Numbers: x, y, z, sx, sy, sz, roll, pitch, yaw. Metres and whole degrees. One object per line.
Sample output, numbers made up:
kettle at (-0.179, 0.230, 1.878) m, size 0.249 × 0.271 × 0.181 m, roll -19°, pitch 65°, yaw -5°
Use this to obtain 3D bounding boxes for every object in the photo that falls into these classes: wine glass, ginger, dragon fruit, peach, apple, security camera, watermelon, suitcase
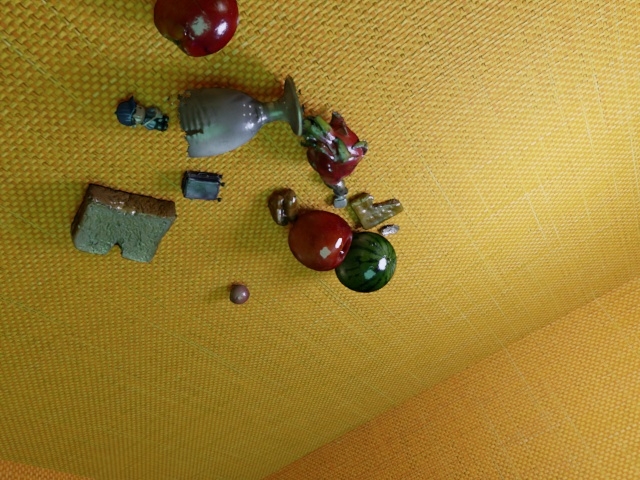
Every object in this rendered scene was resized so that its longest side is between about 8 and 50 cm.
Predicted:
wine glass at (-0.229, -0.340, 1.433) m, size 0.357 × 0.190 × 0.190 m, roll -10°, pitch 136°, yaw -10°
ginger at (-0.127, -0.102, 1.799) m, size 0.103 × 0.073 × 0.162 m, roll -14°, pitch 138°, yaw -7°
dragon fruit at (0.018, -0.292, 1.604) m, size 0.269 × 0.198 × 0.200 m, roll 29°, pitch 162°, yaw -34°
peach at (-0.282, -0.535, 1.227) m, size 0.198 × 0.197 × 0.197 m, roll -11°, pitch 137°, yaw -11°
apple at (0.000, 0.000, 1.848) m, size 0.218 × 0.201 × 0.218 m, roll -50°, pitch 162°, yaw -23°
peach at (-0.318, 0.212, 2.040) m, size 0.083 × 0.083 × 0.083 m, roll -11°, pitch 137°, yaw -11°
security camera at (0.067, -0.151, 1.852) m, size 0.058 × 0.058 × 0.092 m, roll -9°, pitch 149°, yaw -13°
watermelon at (0.172, 0.083, 1.982) m, size 0.243 × 0.242 × 0.242 m, roll -11°, pitch 137°, yaw -11°
suitcase at (-0.373, -0.172, 1.641) m, size 0.126 × 0.059 × 0.086 m, roll 2°, pitch 131°, yaw -24°

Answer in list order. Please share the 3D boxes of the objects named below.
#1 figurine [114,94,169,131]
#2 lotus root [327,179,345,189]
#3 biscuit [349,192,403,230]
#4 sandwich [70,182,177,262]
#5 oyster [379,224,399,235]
figurine at (-0.492, -0.341, 1.428) m, size 0.080 × 0.077 × 0.136 m, roll -5°, pitch 166°, yaw 35°
lotus root at (0.042, -0.202, 1.779) m, size 0.099 × 0.054 × 0.049 m, roll 22°, pitch 102°, yaw -38°
biscuit at (0.205, -0.125, 1.933) m, size 0.174 × 0.038 × 0.183 m, roll -29°, pitch 138°, yaw 11°
sandwich at (-0.630, -0.046, 1.645) m, size 0.273 × 0.095 × 0.249 m, roll 13°, pitch 131°, yaw -33°
oyster at (0.272, -0.043, 2.057) m, size 0.083 × 0.019 × 0.054 m, roll -11°, pitch 138°, yaw -13°
